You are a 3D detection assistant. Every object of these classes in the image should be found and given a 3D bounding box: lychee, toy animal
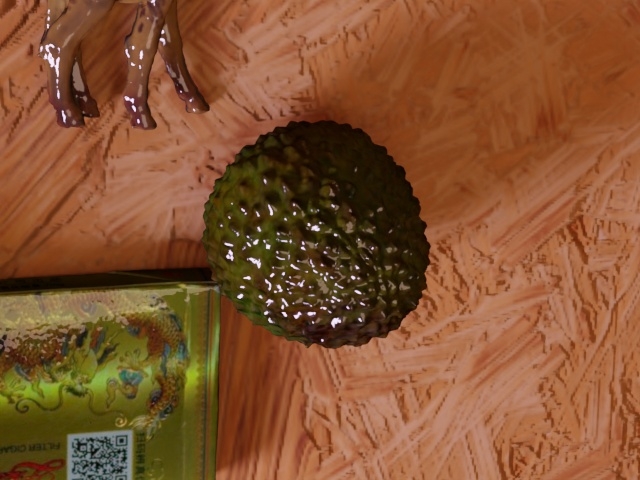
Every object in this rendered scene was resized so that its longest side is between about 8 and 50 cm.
[{"bbox_3d":[0.000,0.000,1.305,0.171,0.171,0.171,-5,109,-16],"label":"lychee"},{"bbox_3d":[-0.094,-0.190,1.278,0.149,0.054,0.275,24,98,-26],"label":"toy animal"}]

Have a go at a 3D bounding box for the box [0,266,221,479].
[{"bbox_3d":[-0.225,0.112,1.338,0.311,0.043,0.173,-3,108,-16],"label":"box"}]
